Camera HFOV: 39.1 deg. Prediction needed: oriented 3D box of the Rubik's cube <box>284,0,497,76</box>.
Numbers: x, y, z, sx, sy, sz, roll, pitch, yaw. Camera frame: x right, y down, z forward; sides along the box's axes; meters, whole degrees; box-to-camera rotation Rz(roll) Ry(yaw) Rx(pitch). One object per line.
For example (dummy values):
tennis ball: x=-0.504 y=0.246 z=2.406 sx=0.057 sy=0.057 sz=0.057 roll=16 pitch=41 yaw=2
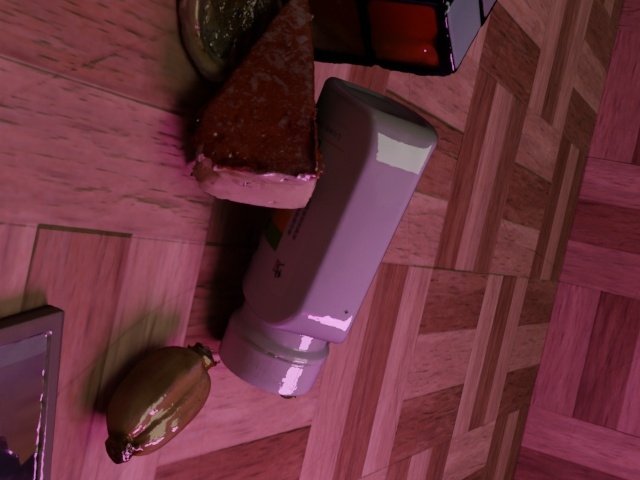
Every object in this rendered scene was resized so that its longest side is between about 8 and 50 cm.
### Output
Rubik's cube: x=0.071 y=-0.286 z=0.881 sx=0.167 sy=0.183 sz=0.180 roll=-60 pitch=148 yaw=-32

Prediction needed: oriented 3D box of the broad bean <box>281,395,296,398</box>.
broad bean: x=-0.024 y=0.053 z=1.003 sx=0.052 sy=0.053 sz=0.256 roll=3 pitch=100 yaw=-34

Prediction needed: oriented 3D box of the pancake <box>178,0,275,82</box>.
pancake: x=-0.078 y=-0.207 z=0.802 sx=0.139 sy=0.022 sz=0.139 roll=-38 pitch=136 yaw=-51

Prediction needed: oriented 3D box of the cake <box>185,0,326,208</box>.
cake: x=-0.064 y=-0.130 z=0.816 sx=0.086 sy=0.116 sz=0.220 roll=109 pitch=-20 yaw=-57

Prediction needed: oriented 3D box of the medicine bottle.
medicine bottle: x=0.000 y=0.000 z=0.878 sx=0.111 sy=0.161 sz=0.296 roll=15 pitch=109 yaw=-22

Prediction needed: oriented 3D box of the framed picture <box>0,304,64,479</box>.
framed picture: x=-0.276 y=0.160 z=0.596 sx=0.265 sy=0.018 sz=0.192 roll=-18 pitch=119 yaw=-60

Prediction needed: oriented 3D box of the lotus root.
lotus root: x=-0.141 y=0.138 z=0.799 sx=0.150 sy=0.062 sz=0.073 roll=-46 pitch=118 yaw=-48
